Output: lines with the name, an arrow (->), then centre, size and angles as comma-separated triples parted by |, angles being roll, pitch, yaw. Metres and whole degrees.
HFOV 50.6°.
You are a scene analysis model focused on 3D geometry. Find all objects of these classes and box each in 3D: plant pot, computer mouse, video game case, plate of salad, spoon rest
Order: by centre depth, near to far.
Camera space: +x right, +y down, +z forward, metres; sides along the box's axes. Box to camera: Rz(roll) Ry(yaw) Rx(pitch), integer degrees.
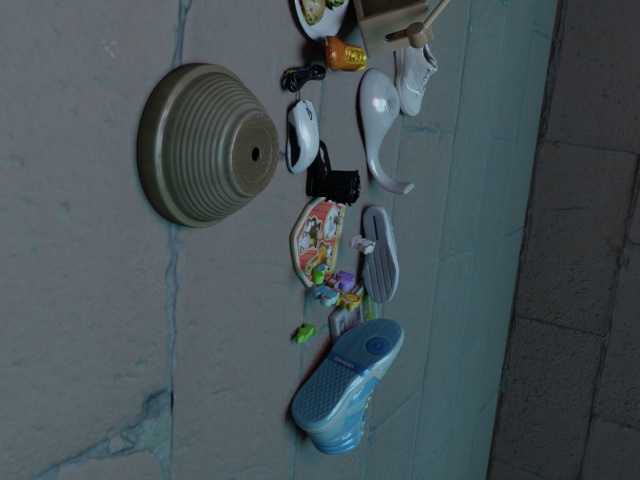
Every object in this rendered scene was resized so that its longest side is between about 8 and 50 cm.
plant pot -> -0.135, -0.127, 0.957 | 0.237, 0.110, 0.237 | -32, 128, -53
plate of salad -> 0.013, -0.447, 1.176 | 0.200, 0.048, 0.199 | -30, 125, -54
computer mouse -> -0.024, -0.211, 1.201 | 0.106, 0.042, 0.192 | -32, 127, -55
spoon rest -> 0.133, -0.234, 1.470 | 0.137, 0.084, 0.276 | -38, 119, -53
video game case -> 0.083, 0.212, 1.585 | 0.193, 0.023, 0.212 | -44, 136, -47

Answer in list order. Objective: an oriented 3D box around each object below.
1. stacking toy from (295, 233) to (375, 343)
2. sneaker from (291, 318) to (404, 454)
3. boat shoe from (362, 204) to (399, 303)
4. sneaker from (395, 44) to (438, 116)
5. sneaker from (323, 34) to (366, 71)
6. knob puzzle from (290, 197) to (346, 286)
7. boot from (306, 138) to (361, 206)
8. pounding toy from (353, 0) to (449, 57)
stacking toy -> 0.032, 0.099, 1.377 | 0.221, 0.052, 0.166 | -34, 143, -52
sneaker -> 0.075, 0.329, 1.487 | 0.319, 0.127, 0.208 | -41, 138, -25
boat shoe -> 0.146, 0.029, 1.553 | 0.076, 0.083, 0.226 | -27, 117, -66
sneaker -> 0.225, -0.378, 1.546 | 0.080, 0.094, 0.212 | -52, 143, -42
sneaker -> 0.045, -0.337, 1.220 | 0.175, 0.068, 0.064 | -39, 128, -70
knob puzzle -> 0.000, 0.000, 1.341 | 0.213, 0.030, 0.213 | -33, 129, -53
boot -> 0.026, -0.126, 1.266 | 0.045, 0.099, 0.121 | -20, 118, -60
pounding toy -> 0.164, -0.401, 1.247 | 0.094, 0.181, 0.206 | 66, 14, -49
